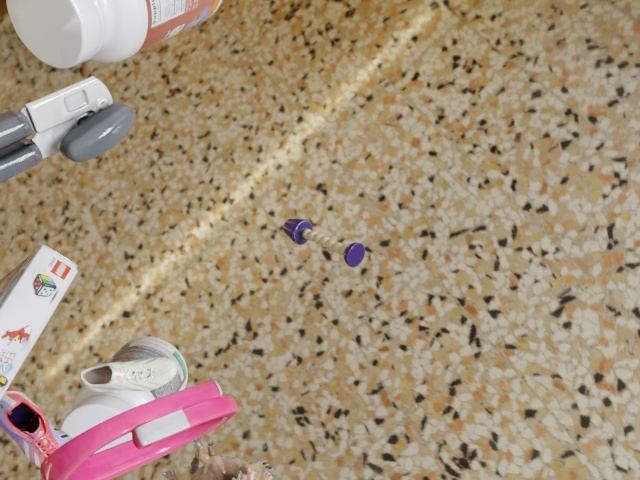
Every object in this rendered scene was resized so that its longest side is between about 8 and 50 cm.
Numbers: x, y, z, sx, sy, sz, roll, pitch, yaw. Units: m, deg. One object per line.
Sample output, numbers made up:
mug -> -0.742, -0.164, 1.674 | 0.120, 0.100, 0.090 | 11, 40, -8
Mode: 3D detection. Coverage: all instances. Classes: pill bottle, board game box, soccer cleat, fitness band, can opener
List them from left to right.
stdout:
board game box -> -0.390, 0.162, 0.696 | 0.193, 0.053, 0.305 | -27, 34, 41
can opener -> -0.352, -0.110, 0.765 | 0.095, 0.076, 0.283 | 25, 47, 33
soccer cleat -> -0.549, 0.382, 1.263 | 0.095, 0.248, 0.083 | 8, 45, 44
pill bottle -> -0.202, -0.255, 0.661 | 0.121, 0.121, 0.216 | 4, 34, 30
pill bottle -> -0.459, 0.385, 1.541 | 0.204, 0.361, 0.204 | 1, 102, 3
soccer cleat -> -0.398, 0.280, 1.342 | 0.196, 0.076, 0.068 | -8, 66, -1
fitness band -> -0.250, 0.281, 0.923 | 0.209, 0.290, 0.054 | -39, 70, 33

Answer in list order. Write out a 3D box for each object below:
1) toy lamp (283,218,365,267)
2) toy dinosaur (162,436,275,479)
toy lamp -> 0.000, 0.000, 1.815 | 0.274, 0.080, 0.080 | 25, 83, 42
toy dinosaur -> -0.276, 0.623, 1.635 | 0.296, 0.127, 0.200 | -47, 65, 20
